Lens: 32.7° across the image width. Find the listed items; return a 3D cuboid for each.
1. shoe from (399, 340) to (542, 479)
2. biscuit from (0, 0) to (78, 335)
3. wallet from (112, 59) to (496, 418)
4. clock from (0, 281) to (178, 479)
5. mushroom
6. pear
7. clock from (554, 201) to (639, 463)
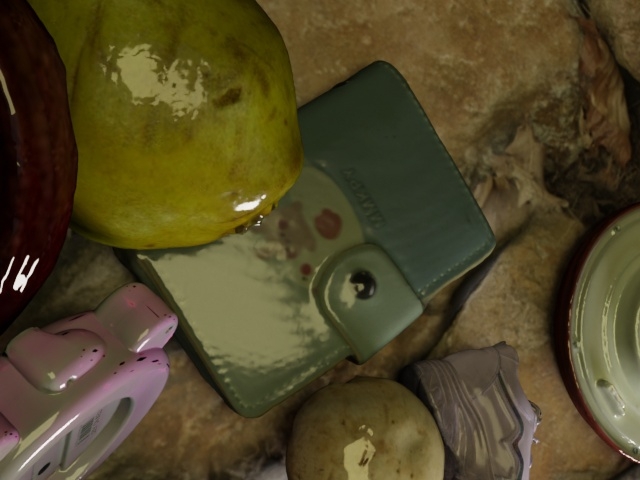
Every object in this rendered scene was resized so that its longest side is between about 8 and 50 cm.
[{"bbox_3d":[0.181,0.225,1.147,0.138,0.095,0.245,-21,88,-23],"label":"shoe"},{"bbox_3d":[-0.381,-0.068,0.788,0.408,0.091,0.407,2,106,7],"label":"biscuit"},{"bbox_3d":[0.000,0.000,1.092,0.360,0.083,0.252,-35,95,-22],"label":"wallet"},{"bbox_3d":[-0.230,0.151,0.891,0.090,0.227,0.248,43,54,13],"label":"clock"},{"bbox_3d":[0.040,0.212,1.062,0.166,0.127,0.166,-1,91,-37],"label":"mushroom"},{"bbox_3d":[-0.160,-0.128,0.922,0.321,0.269,0.269,40,68,7],"label":"pear"},{"bbox_3d":[0.412,0.108,1.276,0.319,0.080,0.318,2,84,-24],"label":"clock"}]
